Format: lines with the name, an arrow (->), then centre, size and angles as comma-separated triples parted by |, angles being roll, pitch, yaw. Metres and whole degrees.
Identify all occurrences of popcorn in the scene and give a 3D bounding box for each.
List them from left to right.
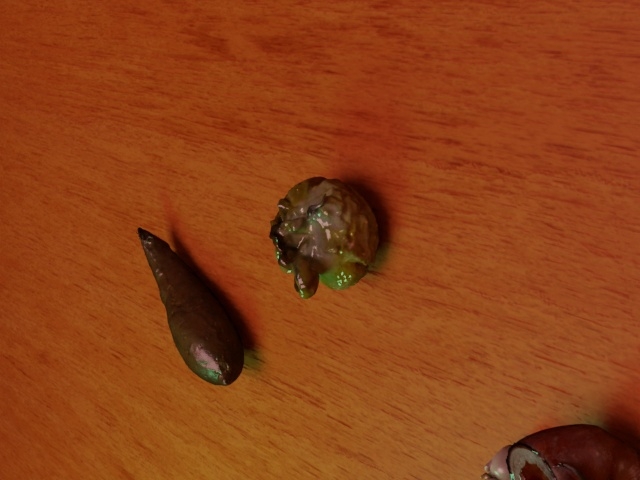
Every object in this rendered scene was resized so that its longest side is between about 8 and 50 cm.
popcorn -> 0.000, 0.000, 1.605 | 0.198, 0.212, 0.198 | 29, 150, 19

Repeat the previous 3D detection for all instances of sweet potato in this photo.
sweet potato -> -0.268, 0.140, 2.014 | 0.422, 0.131, 0.130 | 57, 136, 32

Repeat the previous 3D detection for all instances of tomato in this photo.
tomato -> 0.358, 0.335, 1.277 | 0.214, 0.155, 0.181 | 68, 162, 1

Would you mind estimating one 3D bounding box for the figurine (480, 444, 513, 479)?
figurine -> 0.305, 0.372, 1.409 | 0.098, 0.081, 0.146 | -48, 56, 3
